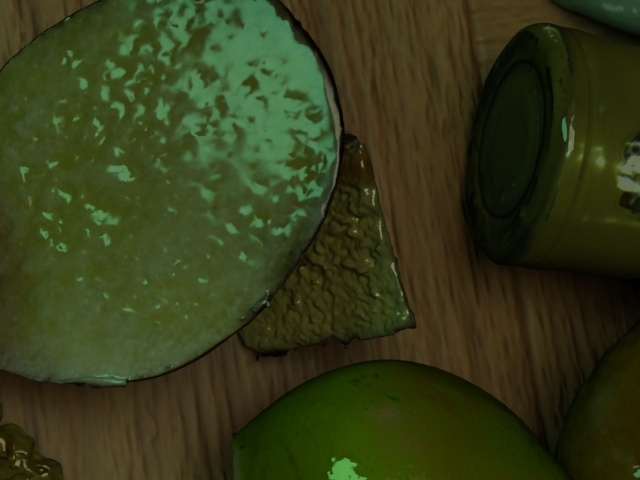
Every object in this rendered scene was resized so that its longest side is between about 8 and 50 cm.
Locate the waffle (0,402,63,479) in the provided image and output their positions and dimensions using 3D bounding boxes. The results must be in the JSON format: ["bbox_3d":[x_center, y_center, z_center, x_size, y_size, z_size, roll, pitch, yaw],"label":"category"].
[{"bbox_3d":[-0.283,0.196,1.148,0.291,0.051,0.291,5,77,-23],"label":"waffle"}]

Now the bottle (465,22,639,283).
[{"bbox_3d":[0.294,-0.040,1.324,0.351,0.171,0.172,10,76,-15],"label":"bottle"}]

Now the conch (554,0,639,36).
[{"bbox_3d":[0.275,-0.226,1.396,0.221,0.121,0.185,8,47,-11],"label":"conch"}]

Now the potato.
[{"bbox_3d":[-0.106,-0.028,1.199,0.299,0.116,0.239,-39,71,11],"label":"potato"}]

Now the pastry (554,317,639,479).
[{"bbox_3d":[0.324,0.171,1.252,0.356,0.164,0.356,-4,108,-14],"label":"pastry"}]

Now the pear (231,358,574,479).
[{"bbox_3d":[0.057,0.168,1.200,0.219,0.187,0.188,-7,81,4],"label":"pear"}]

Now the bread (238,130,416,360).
[{"bbox_3d":[0.000,0.000,1.242,0.127,0.152,0.147,-18,94,-18],"label":"bread"}]
